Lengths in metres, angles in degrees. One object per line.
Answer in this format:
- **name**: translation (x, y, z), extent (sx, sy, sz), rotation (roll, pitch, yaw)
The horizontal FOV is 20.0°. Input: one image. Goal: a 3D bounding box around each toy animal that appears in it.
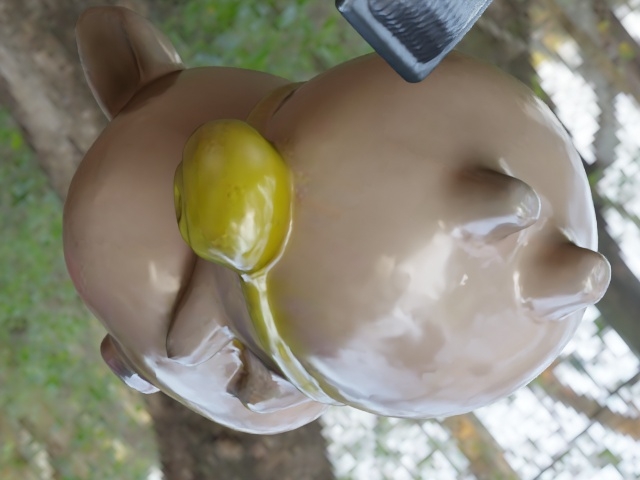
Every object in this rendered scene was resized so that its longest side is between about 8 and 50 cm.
- **toy animal**: translation (-0.001, -0.003, 0.667), extent (0.149, 0.165, 0.248), rotation (-47, -149, -22)

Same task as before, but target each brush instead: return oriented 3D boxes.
- **brush**: translation (0.022, -0.084, 0.459), extent (0.063, 0.016, 0.193), rotation (-53, 161, 3)
